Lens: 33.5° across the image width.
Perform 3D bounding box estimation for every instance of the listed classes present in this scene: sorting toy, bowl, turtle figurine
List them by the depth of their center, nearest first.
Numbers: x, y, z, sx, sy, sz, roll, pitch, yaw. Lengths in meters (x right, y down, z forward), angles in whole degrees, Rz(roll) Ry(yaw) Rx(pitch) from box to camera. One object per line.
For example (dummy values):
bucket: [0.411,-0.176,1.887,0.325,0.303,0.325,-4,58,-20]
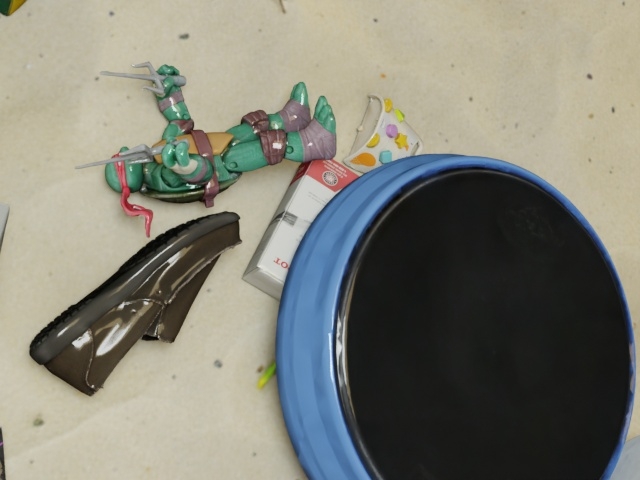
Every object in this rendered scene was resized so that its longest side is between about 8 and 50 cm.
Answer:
turtle figurine: [-0.112,-0.090,0.965,0.234,0.118,0.175,-11,41,-17]
bowl: [0.144,0.107,0.998,0.391,0.077,0.391,5,80,-30]
sorting toy: [0.074,-0.100,1.085,0.075,0.044,0.083,34,66,-32]

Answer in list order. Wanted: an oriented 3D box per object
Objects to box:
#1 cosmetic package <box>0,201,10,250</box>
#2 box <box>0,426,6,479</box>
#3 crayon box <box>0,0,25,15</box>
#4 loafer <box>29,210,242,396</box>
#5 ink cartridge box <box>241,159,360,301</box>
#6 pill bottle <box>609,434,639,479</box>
cosmetic package: [-0.318,0.084,0.809,0.107,0.127,0.238,19,60,-14]
box: [-0.307,0.235,0.847,0.116,0.029,0.162,-3,76,-23]
crayon box: [-0.171,-0.401,0.904,0.106,0.313,0.363,40,66,-9]
loafer: [-0.150,0.054,0.937,0.220,0.080,0.078,-39,103,-20]
ink cartridge box: [0.000,0.000,1.014,0.099,0.056,0.135,32,67,-13]
pill bottle: [0.383,0.299,1.059,0.221,0.121,0.121,41,66,-8]
